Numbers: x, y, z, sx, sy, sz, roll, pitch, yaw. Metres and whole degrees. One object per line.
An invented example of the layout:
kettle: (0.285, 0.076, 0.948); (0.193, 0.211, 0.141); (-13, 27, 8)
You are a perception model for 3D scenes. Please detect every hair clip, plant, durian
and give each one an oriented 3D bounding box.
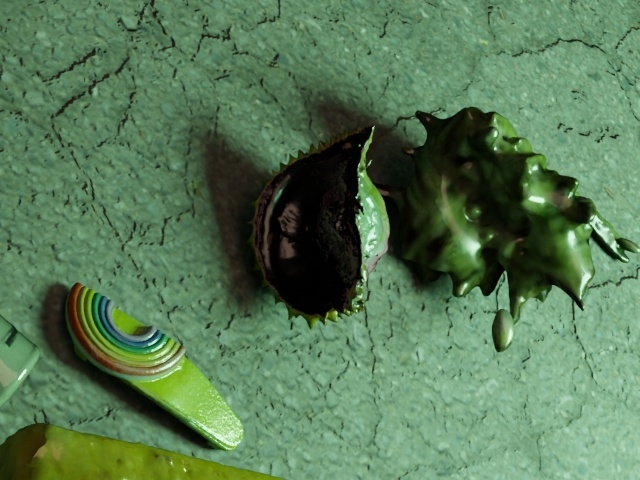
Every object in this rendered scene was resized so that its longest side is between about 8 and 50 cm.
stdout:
hair clip: (-0.133, 0.108, 1.186); (0.188, 0.033, 0.060); (40, 47, -14)
plant: (0.187, -0.023, 1.515); (0.251, 0.180, 0.333); (53, 11, 8)
durian: (0.002, 0.001, 1.338); (0.108, 0.119, 0.187); (48, 41, -66)

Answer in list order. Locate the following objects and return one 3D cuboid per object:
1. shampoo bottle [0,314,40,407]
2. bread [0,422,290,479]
shampoo bottle: (-0.323, 0.024, 1.040); (0.262, 0.085, 0.085); (43, 46, -11)
bread: (-0.096, 0.277, 0.975); (0.361, 0.233, 0.245); (16, 56, -33)
